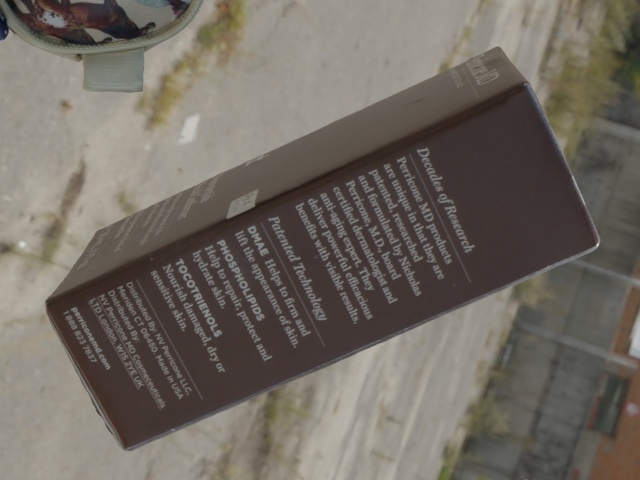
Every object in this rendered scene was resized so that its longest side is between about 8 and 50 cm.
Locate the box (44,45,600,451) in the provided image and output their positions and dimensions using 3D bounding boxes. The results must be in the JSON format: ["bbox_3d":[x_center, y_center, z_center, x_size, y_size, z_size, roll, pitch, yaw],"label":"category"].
[{"bbox_3d":[0.000,0.000,0.927,0.191,0.381,0.143,-86,152,-74],"label":"box"}]

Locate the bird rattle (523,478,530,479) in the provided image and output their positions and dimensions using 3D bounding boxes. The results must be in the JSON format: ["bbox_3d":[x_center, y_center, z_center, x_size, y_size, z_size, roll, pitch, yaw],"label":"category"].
[{"bbox_3d":[0.158,0.294,1.054,0.207,0.253,0.143,55,31,-33],"label":"bird rattle"}]

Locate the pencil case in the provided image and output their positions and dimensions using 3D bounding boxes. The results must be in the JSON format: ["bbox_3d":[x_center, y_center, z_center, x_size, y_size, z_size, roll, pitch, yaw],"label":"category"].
[{"bbox_3d":[-0.196,-0.287,0.915,0.410,0.160,0.183,-114,-147,-49],"label":"pencil case"}]
